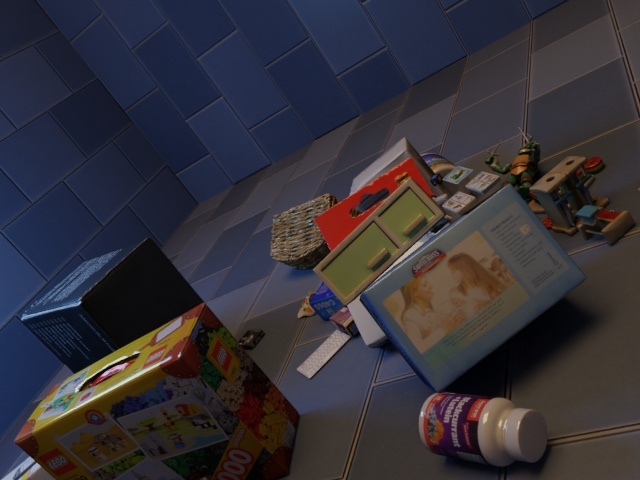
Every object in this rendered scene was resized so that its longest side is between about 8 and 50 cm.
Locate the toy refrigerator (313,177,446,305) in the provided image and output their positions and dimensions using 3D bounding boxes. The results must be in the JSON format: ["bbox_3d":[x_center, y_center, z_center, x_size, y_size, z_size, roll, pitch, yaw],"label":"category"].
[{"bbox_3d":[0.120,0.003,1.280,0.269,0.102,0.094,-43,-8,12],"label":"toy refrigerator"}]

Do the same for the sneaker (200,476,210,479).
[{"bbox_3d":[-0.259,0.581,1.278,0.086,0.132,0.229,-28,21,22],"label":"sneaker"}]

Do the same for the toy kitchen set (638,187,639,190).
[{"bbox_3d":[0.692,-0.101,1.331,0.075,0.083,0.068,-112,35,-70],"label":"toy kitchen set"}]

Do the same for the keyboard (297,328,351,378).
[{"bbox_3d":[0.045,0.261,1.665,0.256,0.014,0.072,-43,21,-17],"label":"keyboard"}]

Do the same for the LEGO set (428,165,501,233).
[{"bbox_3d":[0.278,-0.085,1.406,0.182,0.060,0.244,-41,20,-3],"label":"LEGO set"}]

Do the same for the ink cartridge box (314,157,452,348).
[{"bbox_3d":[0.172,0.019,1.529,0.308,0.385,0.091,-32,-21,14],"label":"ink cartridge box"}]

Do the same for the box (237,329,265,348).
[{"bbox_3d":[-0.220,0.310,1.986,0.083,0.018,0.067,-10,32,51],"label":"box"}]

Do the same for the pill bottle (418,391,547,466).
[{"bbox_3d":[0.266,0.311,1.046,0.193,0.108,0.108,-11,32,50],"label":"pill bottle"}]

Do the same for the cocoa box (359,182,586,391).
[{"bbox_3d":[0.278,0.093,1.233,0.347,0.231,0.228,-37,-7,-3],"label":"cocoa box"}]

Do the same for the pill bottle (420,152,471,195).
[{"bbox_3d":[0.349,-0.186,1.957,0.152,0.152,0.272,-35,21,4],"label":"pill bottle"}]

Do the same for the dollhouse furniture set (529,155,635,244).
[{"bbox_3d":[0.588,-0.094,1.387,0.129,0.129,0.183,-39,19,-8],"label":"dollhouse furniture set"}]

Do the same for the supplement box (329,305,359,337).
[{"bbox_3d":[0.071,0.212,1.657,0.055,0.043,0.083,-43,27,-16],"label":"supplement box"}]

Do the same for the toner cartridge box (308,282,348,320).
[{"bbox_3d":[0.118,0.075,1.848,0.165,0.075,0.348,-25,21,48],"label":"toner cartridge box"}]

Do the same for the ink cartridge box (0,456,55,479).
[{"bbox_3d":[-0.676,0.652,1.676,0.306,0.226,0.131,-41,19,-9],"label":"ink cartridge box"}]

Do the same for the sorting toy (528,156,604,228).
[{"bbox_3d":[0.584,-0.121,1.580,0.274,0.046,0.132,-46,21,-23],"label":"sorting toy"}]

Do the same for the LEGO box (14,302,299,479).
[{"bbox_3d":[-0.359,0.424,1.444,0.500,0.373,0.193,-29,21,21],"label":"LEGO box"}]

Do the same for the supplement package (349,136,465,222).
[{"bbox_3d":[0.240,-0.107,1.733,0.198,0.263,0.199,-39,11,17],"label":"supplement package"}]

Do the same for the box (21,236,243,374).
[{"bbox_3d":[-0.571,0.291,1.932,0.471,0.480,0.297,-13,30,48],"label":"box"}]

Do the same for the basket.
[{"bbox_3d":[0.000,0.000,2.210,0.299,0.223,0.214,-19,59,39],"label":"basket"}]

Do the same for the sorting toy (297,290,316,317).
[{"bbox_3d":[-0.042,0.201,1.921,0.075,0.044,0.083,-47,11,34],"label":"sorting toy"}]

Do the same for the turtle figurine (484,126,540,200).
[{"bbox_3d":[0.542,-0.204,1.733,0.175,0.118,0.234,-35,29,51],"label":"turtle figurine"}]
